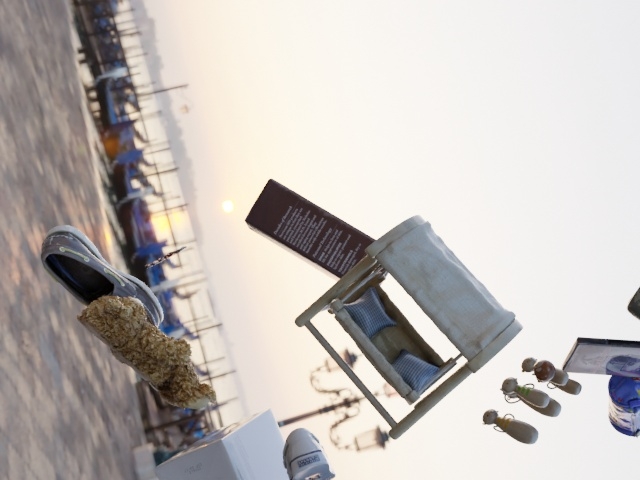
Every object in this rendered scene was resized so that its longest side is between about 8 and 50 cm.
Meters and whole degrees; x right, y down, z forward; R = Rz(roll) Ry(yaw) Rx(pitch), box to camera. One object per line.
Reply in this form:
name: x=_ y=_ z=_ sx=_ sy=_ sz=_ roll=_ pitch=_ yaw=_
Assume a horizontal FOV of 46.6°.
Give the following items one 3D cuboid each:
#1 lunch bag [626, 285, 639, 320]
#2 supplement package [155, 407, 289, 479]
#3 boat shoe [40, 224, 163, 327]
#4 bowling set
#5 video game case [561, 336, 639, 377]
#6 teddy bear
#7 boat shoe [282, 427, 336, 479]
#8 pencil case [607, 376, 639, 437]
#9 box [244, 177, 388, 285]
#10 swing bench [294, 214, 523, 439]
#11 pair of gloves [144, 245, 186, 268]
lunch bag: x=0.892 y=0.120 z=1.670 sx=0.256 sy=0.305 sz=0.213 roll=41 pitch=11 yaw=34
supplement package: x=-0.199 y=0.516 z=1.665 sx=0.175 sy=0.178 sz=0.293 roll=65 pitch=16 yaw=6
boat shoe: x=-0.473 y=0.106 z=1.612 sx=0.324 sy=0.117 sz=0.096 roll=50 pitch=17 yaw=-28
bowling set: x=0.549 y=0.365 z=1.929 sx=0.154 sy=0.287 sz=0.199 roll=20 pitch=-51 yaw=42
video game case: x=0.812 y=0.319 z=2.007 sx=0.196 sy=0.275 sz=0.026 roll=85 pitch=9 yaw=-57
teddy bear: x=-0.353 y=0.237 z=1.576 sx=0.338 sy=0.113 sz=0.245 roll=41 pitch=-25 yaw=-2
boat shoe: x=-0.031 y=0.433 z=1.460 sx=0.267 sy=0.096 sz=0.088 roll=78 pitch=-9 yaw=-63
pencil case: x=0.914 y=0.487 z=2.194 sx=0.306 sy=0.120 sz=0.133 roll=57 pitch=17 yaw=-53
box: x=0.000 y=0.000 z=1.936 sx=0.382 sy=0.143 sz=0.191 roll=32 pitch=-5 yaw=2
swing bench: x=0.147 y=0.133 z=1.213 sx=0.253 sy=0.254 sz=0.165 roll=48 pitch=19 yaw=13
pair of gloves: x=-0.309 y=0.033 z=1.483 sx=0.010 sy=0.083 sz=0.074 roll=64 pitch=19 yaw=-4
